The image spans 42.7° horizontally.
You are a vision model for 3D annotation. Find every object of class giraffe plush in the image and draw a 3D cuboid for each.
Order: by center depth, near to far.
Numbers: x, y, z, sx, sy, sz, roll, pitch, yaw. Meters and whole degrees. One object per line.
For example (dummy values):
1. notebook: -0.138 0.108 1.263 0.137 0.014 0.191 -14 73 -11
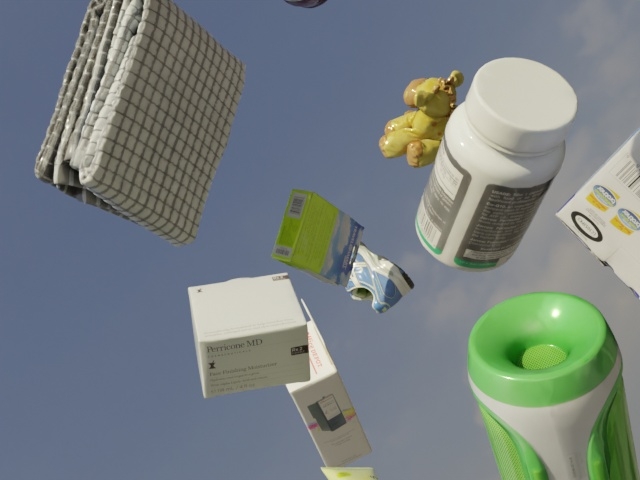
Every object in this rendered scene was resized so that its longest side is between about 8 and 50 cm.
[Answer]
1. giraffe plush: 0.231 -0.269 1.736 0.181 0.210 0.170 -62 -28 -43

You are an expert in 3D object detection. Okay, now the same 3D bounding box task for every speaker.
1. speaker: 0.215 0.193 0.719 0.131 0.131 0.296 -35 -57 -24

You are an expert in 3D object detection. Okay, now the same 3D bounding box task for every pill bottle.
1. pill bottle: 0.300 -0.123 1.425 0.204 0.204 0.361 -31 -26 -29

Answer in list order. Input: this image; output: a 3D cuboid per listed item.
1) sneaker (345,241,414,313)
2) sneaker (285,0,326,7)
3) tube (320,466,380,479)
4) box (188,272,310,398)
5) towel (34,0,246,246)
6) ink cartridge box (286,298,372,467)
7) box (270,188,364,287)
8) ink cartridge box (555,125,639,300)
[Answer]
1. sneaker: 0.061 0.050 1.414 0.081 0.211 0.080 -50 -43 -10
2. sneaker: 0.015 -0.379 0.831 0.283 0.107 0.124 -67 -11 13
3. tube: 0.074 0.401 1.253 0.062 0.240 0.070 -42 -72 -4
4. box: -0.123 0.156 1.385 0.181 0.182 0.119 -8 -62 -10
5. towel: -0.225 -0.156 1.064 0.235 0.121 0.283 36 -115 -58
6. ink cartridge box: -0.011 0.332 1.879 0.119 0.207 0.353 -24 -57 -4
7. box: 0.000 0.000 1.241 0.178 0.042 0.109 30 -105 -58
8. ink cartridge box: 0.516 -0.045 1.109 0.151 0.270 0.395 -29 -19 -41
